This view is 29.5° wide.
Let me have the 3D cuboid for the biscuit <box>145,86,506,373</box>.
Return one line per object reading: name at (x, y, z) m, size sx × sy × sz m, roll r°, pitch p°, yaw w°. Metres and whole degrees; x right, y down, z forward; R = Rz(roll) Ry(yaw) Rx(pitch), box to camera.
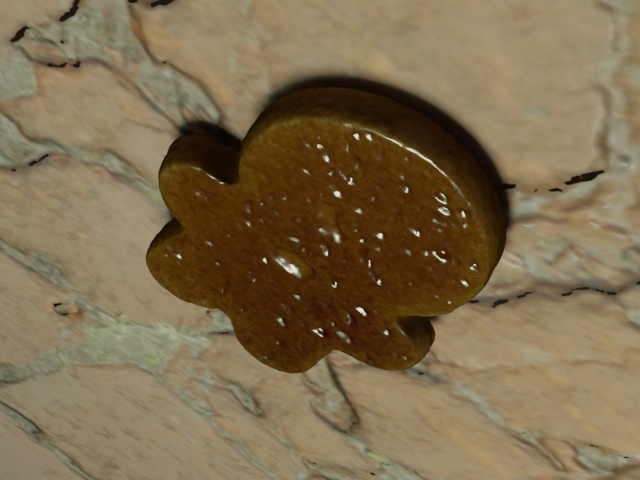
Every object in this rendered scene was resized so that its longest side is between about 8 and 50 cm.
biscuit at (0.000, 0.000, 0.636) m, size 0.180 × 0.039 × 0.236 m, roll 41°, pitch 144°, yaw -13°
